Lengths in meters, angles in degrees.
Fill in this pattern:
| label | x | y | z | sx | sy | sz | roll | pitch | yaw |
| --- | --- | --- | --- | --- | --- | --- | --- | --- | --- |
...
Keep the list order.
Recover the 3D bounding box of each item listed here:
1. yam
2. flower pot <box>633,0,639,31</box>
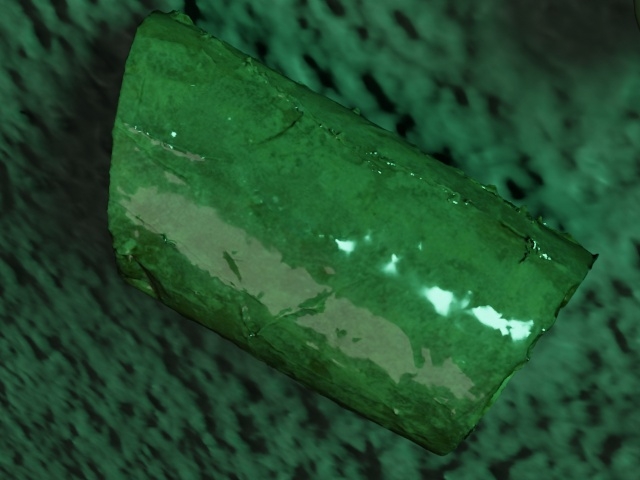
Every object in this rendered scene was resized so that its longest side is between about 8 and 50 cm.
| label | x | y | z | sx | sy | sz | roll | pitch | yaw |
| --- | --- | --- | --- | --- | --- | --- | --- | --- | --- |
| yam | 0.000 | 0.000 | 0.871 | 0.304 | 0.168 | 0.168 | 29 | 143 | 0 |
| flower pot | 0.197 | -0.120 | 0.603 | 0.111 | 0.089 | 0.111 | 17 | 141 | 15 |
